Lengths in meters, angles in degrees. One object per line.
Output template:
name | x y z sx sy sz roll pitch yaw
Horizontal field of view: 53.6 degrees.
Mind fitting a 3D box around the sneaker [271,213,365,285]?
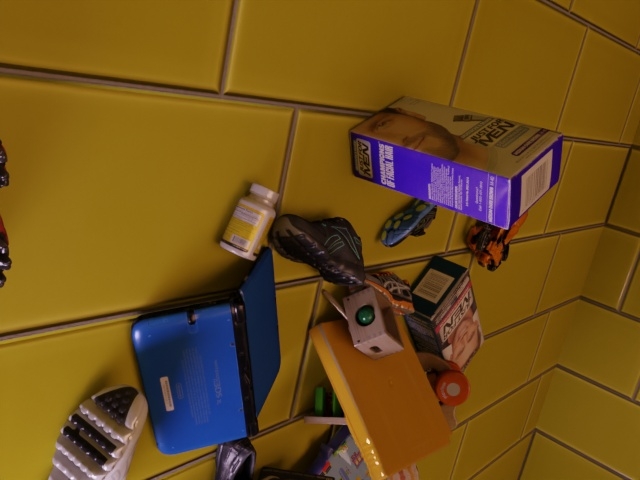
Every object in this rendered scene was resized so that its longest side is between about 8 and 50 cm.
sneaker | 0.000 0.000 1.179 0.267 0.101 0.106 37 58 -52

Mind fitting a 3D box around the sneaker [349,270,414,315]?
sneaker | 0.133 0.104 1.402 0.215 0.084 0.083 30 56 -48

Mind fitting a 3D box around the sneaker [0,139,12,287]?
sneaker | -0.396 -0.028 0.655 0.097 0.135 0.276 -40 161 -48

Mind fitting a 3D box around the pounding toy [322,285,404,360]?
pounding toy | 0.088 0.163 1.300 0.100 0.130 0.141 -24 147 17

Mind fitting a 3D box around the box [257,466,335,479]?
box | -0.064 0.583 1.228 0.270 0.165 0.143 -72 168 -77

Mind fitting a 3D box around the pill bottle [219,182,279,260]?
pill bottle | -0.111 -0.032 1.025 0.065 0.065 0.116 26 89 -53

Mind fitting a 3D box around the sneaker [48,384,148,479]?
sneaker | -0.332 0.340 0.938 0.292 0.110 0.118 -60 151 6

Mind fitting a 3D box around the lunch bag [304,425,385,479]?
lunch bag | 0.043 0.588 1.503 0.221 0.138 0.293 -41 132 -35

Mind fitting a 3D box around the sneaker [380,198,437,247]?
sneaker | 0.206 -0.033 1.413 0.188 0.067 0.078 -37 128 -37

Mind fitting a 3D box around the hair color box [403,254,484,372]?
hair color box | 0.329 0.219 1.671 0.174 0.105 0.347 -49 141 -21

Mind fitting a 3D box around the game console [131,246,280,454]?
game console | -0.179 0.188 1.095 0.250 0.173 0.293 -10 121 -13

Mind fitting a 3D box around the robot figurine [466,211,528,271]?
robot figurine | 0.496 -0.058 1.742 0.291 0.085 0.211 -58 142 -11

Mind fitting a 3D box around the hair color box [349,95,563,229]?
hair color box | 0.240 -0.155 1.159 0.185 0.338 0.110 -36 133 -33

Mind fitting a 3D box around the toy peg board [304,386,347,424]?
toy peg board | 0.071 0.370 1.409 0.160 0.161 0.079 31 58 -60

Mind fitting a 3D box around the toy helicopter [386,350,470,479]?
toy helicopter | 0.217 0.446 1.568 0.140 0.234 0.355 -32 135 -86

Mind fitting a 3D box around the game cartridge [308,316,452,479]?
game cartridge | 0.135 0.313 1.345 0.052 0.324 0.285 -36 158 34

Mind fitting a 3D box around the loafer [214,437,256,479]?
loafer | -0.165 0.475 1.225 0.076 0.078 0.223 -15 121 -45
